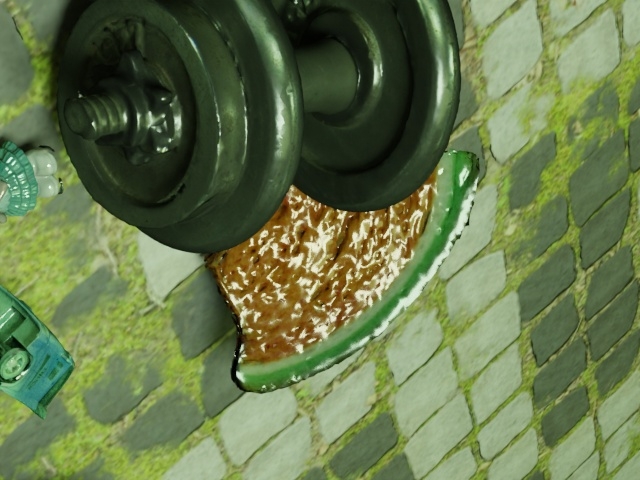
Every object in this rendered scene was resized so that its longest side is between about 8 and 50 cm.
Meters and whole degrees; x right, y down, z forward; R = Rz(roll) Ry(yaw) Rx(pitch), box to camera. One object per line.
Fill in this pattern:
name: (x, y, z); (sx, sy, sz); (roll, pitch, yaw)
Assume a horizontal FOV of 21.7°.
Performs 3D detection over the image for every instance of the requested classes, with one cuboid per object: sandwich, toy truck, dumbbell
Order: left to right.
toy truck: (-0.240, 0.116, 1.089); (0.175, 0.067, 0.081); (-48, 147, -7)
dumbbell: (-0.031, -0.098, 1.033); (0.290, 0.192, 0.192); (-15, 131, -42)
sandwich: (0.003, 0.009, 1.239); (0.235, 0.159, 0.079); (-62, -172, 6)

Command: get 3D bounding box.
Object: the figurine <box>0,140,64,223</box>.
figurine: (-0.206, -0.031, 1.013); (0.106, 0.047, 0.060); (-26, 147, -37)
